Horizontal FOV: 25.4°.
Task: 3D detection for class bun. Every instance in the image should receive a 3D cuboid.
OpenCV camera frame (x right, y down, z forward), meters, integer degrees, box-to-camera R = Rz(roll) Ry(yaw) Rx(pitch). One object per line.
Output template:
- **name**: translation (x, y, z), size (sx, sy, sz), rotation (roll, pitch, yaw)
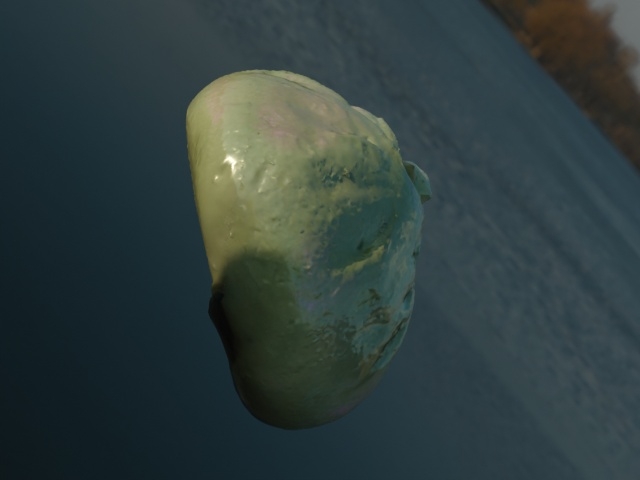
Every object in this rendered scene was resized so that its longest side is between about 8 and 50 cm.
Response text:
- **bun**: translation (0.000, 0.000, 1.078), size (0.283, 0.179, 0.283), rotation (170, -90, -88)
